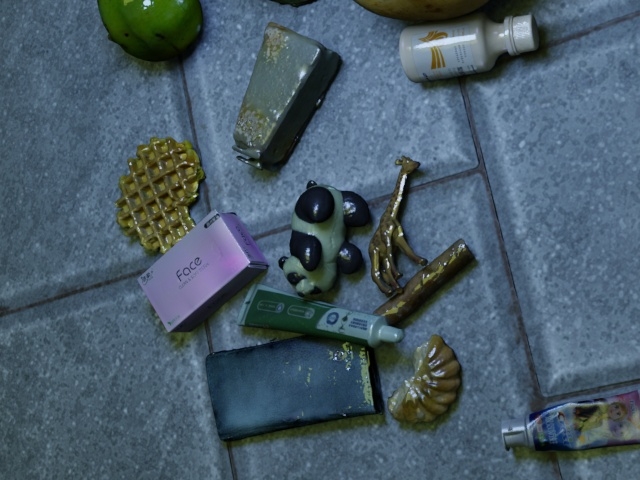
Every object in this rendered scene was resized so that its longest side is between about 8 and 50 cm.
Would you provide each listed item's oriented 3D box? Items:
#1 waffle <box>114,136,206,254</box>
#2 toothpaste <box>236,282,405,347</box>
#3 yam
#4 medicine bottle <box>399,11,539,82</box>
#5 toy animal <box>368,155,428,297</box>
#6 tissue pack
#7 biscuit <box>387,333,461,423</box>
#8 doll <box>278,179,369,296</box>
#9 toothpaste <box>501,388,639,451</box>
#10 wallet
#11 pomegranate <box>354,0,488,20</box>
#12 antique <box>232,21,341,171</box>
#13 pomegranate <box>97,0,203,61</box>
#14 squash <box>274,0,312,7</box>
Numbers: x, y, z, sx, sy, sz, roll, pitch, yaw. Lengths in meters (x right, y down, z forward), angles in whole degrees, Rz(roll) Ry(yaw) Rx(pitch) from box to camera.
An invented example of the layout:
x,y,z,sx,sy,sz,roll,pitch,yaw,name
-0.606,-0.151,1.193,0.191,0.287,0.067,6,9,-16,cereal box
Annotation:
x,y,z,sx,sy,sz,roll,pitch,yaw,name
-0.341,-0.102,2.134,0.249,0.056,0.253,33,99,23,waffle
-0.004,0.157,1.925,0.392,0.061,0.099,9,67,36,toothpaste
0.196,0.088,1.865,0.241,0.056,0.057,-42,70,16,yam
0.281,-0.370,1.833,0.252,0.114,0.114,-6,83,24,medicine bottle
0.146,-0.026,1.888,0.149,0.054,0.276,-28,54,51,toy animal
-0.247,0.069,2.054,0.246,0.092,0.149,-40,72,16,tissue pack
0.202,0.273,1.844,0.118,0.061,0.183,32,99,22,biscuit
0.001,-0.001,1.926,0.135,0.143,0.234,6,88,55,doll
0.457,0.329,1.728,0.266,0.061,0.096,-12,80,18,toothpaste
-0.061,0.289,1.972,0.378,0.046,0.191,-15,76,24,wallet
0.176,-0.601,1.749,0.416,0.416,0.417,-2,85,25,pomegranate
-0.085,-0.283,1.989,0.150,0.125,0.284,27,97,25,antique
-0.336,-0.527,2.088,0.302,0.236,0.236,-45,68,-7,pomegranate
-0.103,-0.658,1.931,0.310,0.309,0.311,-3,83,26,squash
